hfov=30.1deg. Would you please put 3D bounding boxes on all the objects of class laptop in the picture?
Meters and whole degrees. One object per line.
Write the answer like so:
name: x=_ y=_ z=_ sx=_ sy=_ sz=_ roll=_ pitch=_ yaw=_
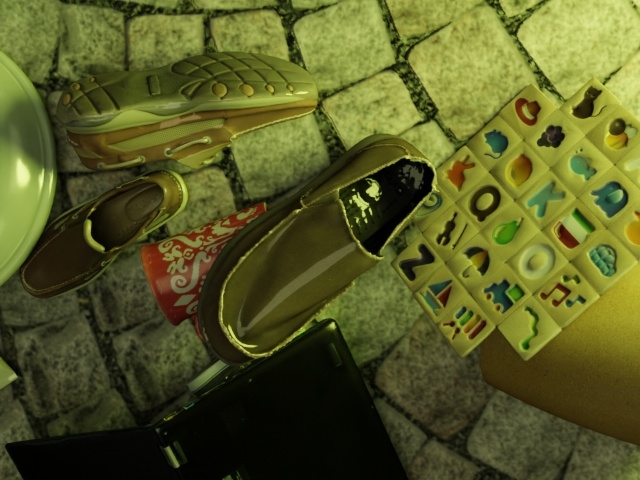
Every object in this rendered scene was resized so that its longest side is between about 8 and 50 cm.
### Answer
laptop: x=-0.120 y=0.343 z=1.547 sx=0.408 sy=0.236 sz=0.382 roll=-30 pitch=109 yaw=-19

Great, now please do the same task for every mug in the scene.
mug: x=-0.123 y=0.039 z=1.526 sx=0.169 sy=0.113 sz=0.150 roll=-24 pitch=121 yaw=4

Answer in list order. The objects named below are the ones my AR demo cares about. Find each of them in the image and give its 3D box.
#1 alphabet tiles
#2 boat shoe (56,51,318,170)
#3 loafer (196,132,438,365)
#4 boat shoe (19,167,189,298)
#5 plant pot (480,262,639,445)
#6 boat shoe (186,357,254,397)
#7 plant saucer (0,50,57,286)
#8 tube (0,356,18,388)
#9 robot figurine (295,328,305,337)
alphabet tiles: x=0.251 y=-0.029 z=1.429 sx=0.342 sy=0.011 sz=0.285 roll=-43 pitch=52 yaw=9
boat shoe: x=-0.163 y=-0.157 z=1.508 sx=0.324 sy=0.123 sz=0.116 roll=-6 pitch=129 yaw=-2
loafer: x=0.000 y=0.000 z=1.417 sx=0.366 sy=0.130 sz=0.134 roll=-48 pitch=108 yaw=-15
boat shoe: x=-0.292 y=-0.011 z=1.534 sx=0.257 sy=0.095 sz=0.095 roll=-37 pitch=91 yaw=9
plant pot: x=0.329 y=0.131 z=1.432 sx=0.254 sy=0.237 sz=0.237 roll=4 pitch=97 yaw=20
boat shoe: x=-0.112 y=0.163 z=1.560 sx=0.142 sy=0.049 sz=0.040 roll=-37 pitch=97 yaw=15
plant saucer: x=-0.543 y=-0.095 z=1.513 sx=0.400 sy=0.100 sz=0.400 roll=0 pitch=85 yaw=4
tube: x=-0.508 y=0.109 z=1.591 sx=0.070 sy=0.062 sz=0.240 roll=-28 pitch=96 yaw=47
robot figurine: x=-0.017 y=0.169 z=1.536 sx=0.101 sy=0.067 sz=0.115 roll=-27 pitch=94 yaw=23
